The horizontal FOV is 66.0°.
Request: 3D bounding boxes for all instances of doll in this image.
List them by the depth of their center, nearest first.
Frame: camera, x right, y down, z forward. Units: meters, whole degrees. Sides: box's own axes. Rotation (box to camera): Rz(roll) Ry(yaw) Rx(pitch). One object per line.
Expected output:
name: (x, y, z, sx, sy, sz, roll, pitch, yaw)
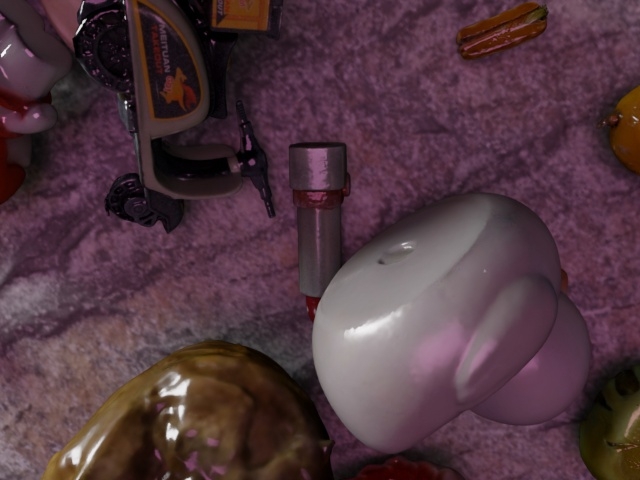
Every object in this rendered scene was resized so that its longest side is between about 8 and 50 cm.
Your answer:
doll: (0.122, 0.084, 0.424, 0.251, 0.221, 0.221, -39, 96, -23)
doll: (-0.352, -0.099, 0.458, 0.290, 0.130, 0.161, -36, 97, 20)

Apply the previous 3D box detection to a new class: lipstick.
lipstick: (0.001, 0.000, 0.483, 0.057, 0.063, 0.186, 0, 106, 6)

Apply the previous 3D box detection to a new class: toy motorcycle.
toy motorcycle: (-0.113, -0.109, 0.417, 0.157, 0.090, 0.263, -6, 136, -17)

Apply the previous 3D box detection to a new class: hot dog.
hot dog: (0.166, -0.190, 0.452, 0.083, 0.021, 0.037, -16, 77, 10)

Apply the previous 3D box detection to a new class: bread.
bread: (0.320, 0.183, 0.478, 0.130, 0.071, 0.139, 0, 102, 8)

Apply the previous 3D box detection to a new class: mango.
mango: (0.337, -0.100, 0.432, 0.188, 0.066, 0.101, -5, 91, 1)

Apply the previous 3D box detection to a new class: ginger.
ginger: (-0.121, 0.216, 0.435, 0.200, 0.223, 0.269, 40, 62, 7)

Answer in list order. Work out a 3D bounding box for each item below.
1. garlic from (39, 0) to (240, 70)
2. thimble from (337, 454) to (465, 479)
garlic: (-0.156, -0.249, 0.427, 0.228, 0.110, 0.217, 34, 105, -2)
thimble: (0.071, 0.307, 0.467, 0.190, 0.163, 0.124, -23, 101, -21)
